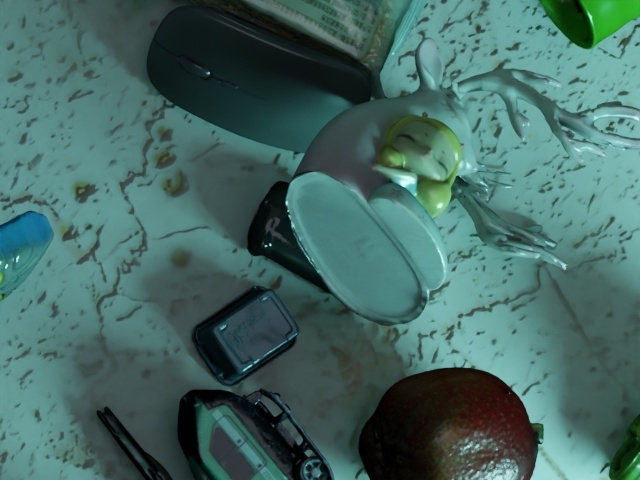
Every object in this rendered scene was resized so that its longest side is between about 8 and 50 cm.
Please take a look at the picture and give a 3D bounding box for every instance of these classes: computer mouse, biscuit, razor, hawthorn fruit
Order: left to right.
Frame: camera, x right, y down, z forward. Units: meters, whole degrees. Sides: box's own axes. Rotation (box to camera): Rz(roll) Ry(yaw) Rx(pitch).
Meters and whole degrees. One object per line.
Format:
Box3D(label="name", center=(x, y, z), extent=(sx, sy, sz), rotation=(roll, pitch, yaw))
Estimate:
Box3D(label="computer mouse", center=(-0.062, -0.161, 1.928), extent=(0.232, 0.120, 0.057), rotation=(22, 34, -13))
Box3D(label="biscuit", center=(-0.032, -0.278, 1.973), extent=(0.309, 0.079, 0.186), rotation=(23, 72, -11))
Box3D(label="razor", center=(0.000, 0.000, 1.942), extent=(0.148, 0.054, 0.090), rotation=(27, 69, -11))
Box3D(label="hawthorn fruit", center=(0.139, 0.210, 1.892), extent=(0.188, 0.169, 0.169), rotation=(3, 78, -29))

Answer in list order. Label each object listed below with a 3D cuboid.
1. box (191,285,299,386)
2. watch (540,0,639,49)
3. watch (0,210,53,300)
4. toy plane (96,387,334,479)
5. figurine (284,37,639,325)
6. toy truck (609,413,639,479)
Box3D(label="box", center=(-0.071, 0.093, 1.901), extent=(0.099, 0.054, 0.074), rotation=(-34, 89, -20))
Box3D(label="watch", center=(0.268, -0.286, 2.023), extent=(0.131, 0.165, 0.152), rotation=(-32, 72, -9))
Box3D(label="watch", center=(-0.416, -0.044, 1.744), extent=(0.305, 0.241, 0.275), rotation=(-15, 71, -19))
Box3D(label="toy plane", center=(-0.050, 0.279, 1.853), extent=(0.155, 0.106, 0.382), rotation=(-37, 93, -14))
Box3D(label="figurine", center=(0.137, -0.052, 1.904), extent=(0.284, 0.206, 0.316), rotation=(31, 49, 3))
Box3D(label="toy truck", center=(0.411, 0.193, 1.961), extent=(0.148, 0.187, 0.211), rotation=(34, 72, -7))
